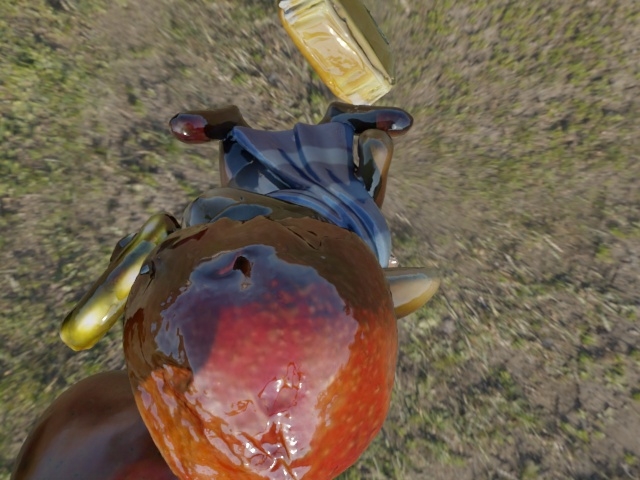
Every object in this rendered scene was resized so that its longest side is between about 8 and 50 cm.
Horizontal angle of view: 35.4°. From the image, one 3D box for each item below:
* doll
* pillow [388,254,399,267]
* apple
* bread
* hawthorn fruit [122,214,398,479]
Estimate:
[{"bbox_3d":[-0.050,-0.007,0.871,0.318,0.339,0.209,-29,116,9],"label":"doll"},{"bbox_3d":[0.000,0.000,1.615,0.248,0.135,0.049,27,57,-6],"label":"pillow"},{"bbox_3d":[-0.190,0.238,0.953,0.234,0.234,0.233,0,94,2],"label":"apple"},{"bbox_3d":[0.026,-0.335,1.620,0.107,0.136,0.241,-22,128,25],"label":"bread"},{"bbox_3d":[-0.040,0.069,0.607,0.174,0.173,0.179,20,102,0],"label":"hawthorn fruit"}]
